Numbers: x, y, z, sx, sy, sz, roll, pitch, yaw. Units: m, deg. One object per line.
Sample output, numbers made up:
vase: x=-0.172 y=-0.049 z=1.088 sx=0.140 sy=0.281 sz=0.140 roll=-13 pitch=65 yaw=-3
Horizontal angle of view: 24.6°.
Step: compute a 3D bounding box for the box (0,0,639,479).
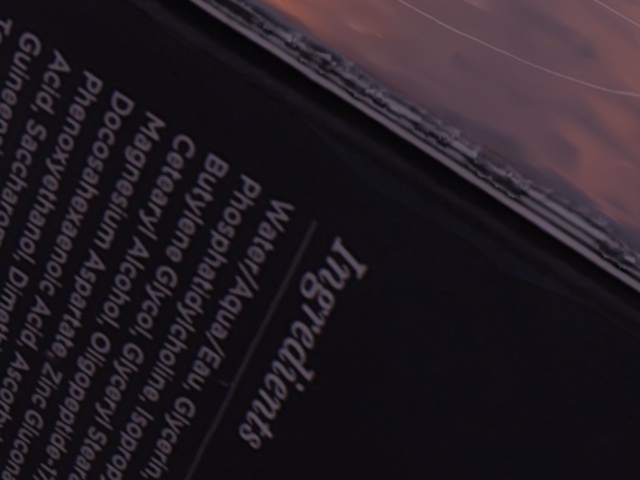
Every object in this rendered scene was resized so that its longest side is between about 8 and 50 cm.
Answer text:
box: x=0.006 y=-0.052 z=0.638 sx=0.480 sy=0.471 sz=0.297 roll=-39 pitch=158 yaw=-55
